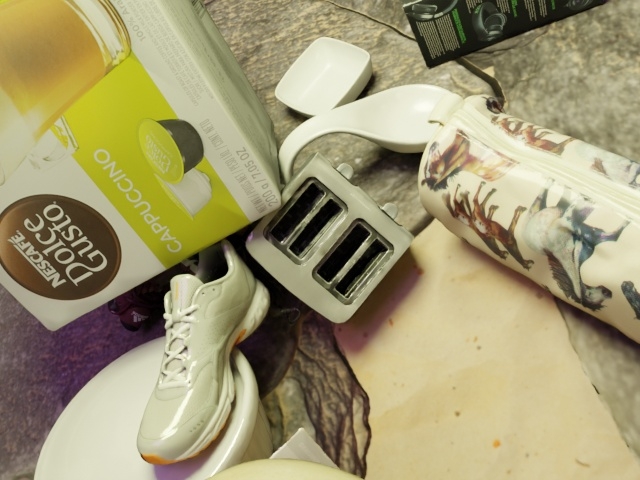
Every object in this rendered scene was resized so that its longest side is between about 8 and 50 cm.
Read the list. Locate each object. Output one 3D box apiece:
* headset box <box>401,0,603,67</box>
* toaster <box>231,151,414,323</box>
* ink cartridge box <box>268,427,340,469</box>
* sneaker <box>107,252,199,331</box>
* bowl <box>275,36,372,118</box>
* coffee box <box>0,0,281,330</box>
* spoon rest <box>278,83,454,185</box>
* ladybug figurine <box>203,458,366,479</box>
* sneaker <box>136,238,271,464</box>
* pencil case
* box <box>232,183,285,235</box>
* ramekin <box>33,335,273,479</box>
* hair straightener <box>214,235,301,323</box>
[{"bbox_3d":[0.263,-0.436,0.846,0.283,0.131,0.247,-14,58,21],"label":"headset box"},{"bbox_3d":[0.000,0.000,0.719,0.168,0.110,0.186,41,86,-7],"label":"toaster"},{"bbox_3d":[-0.057,0.307,0.541,0.224,0.181,0.056,-42,18,-13],"label":"ink cartridge box"},{"bbox_3d":[-0.234,0.084,0.865,0.281,0.106,0.163,27,86,46],"label":"sneaker"},{"bbox_3d":[0.010,-0.259,0.938,0.142,0.053,0.142,34,82,38],"label":"bowl"},{"bbox_3d":[-0.277,-0.161,0.717,0.334,0.338,0.338,-28,27,8],"label":"coffee box"},{"bbox_3d":[0.068,-0.155,0.795,0.276,0.084,0.137,-22,49,-2],"label":"spoon rest"},{"bbox_3d":[-0.052,0.359,0.422,0.162,0.305,0.450,26,112,60],"label":"ladybug figurine"},{"bbox_3d":[-0.144,0.107,0.618,0.099,0.121,0.262,-8,39,22],"label":"sneaker"},{"bbox_3d":[0.280,-0.016,0.570,0.160,0.184,0.410,-38,49,-16],"label":"pencil case"},{"bbox_3d":[-0.162,-0.050,0.909,0.323,0.063,0.067,5,62,31],"label":"box"},{"bbox_3d":[-0.180,0.251,0.671,0.272,0.127,0.273,-16,37,13],"label":"ramekin"},{"bbox_3d":[-0.099,0.042,0.807,0.230,0.089,0.047,38,96,30],"label":"hair straightener"}]
